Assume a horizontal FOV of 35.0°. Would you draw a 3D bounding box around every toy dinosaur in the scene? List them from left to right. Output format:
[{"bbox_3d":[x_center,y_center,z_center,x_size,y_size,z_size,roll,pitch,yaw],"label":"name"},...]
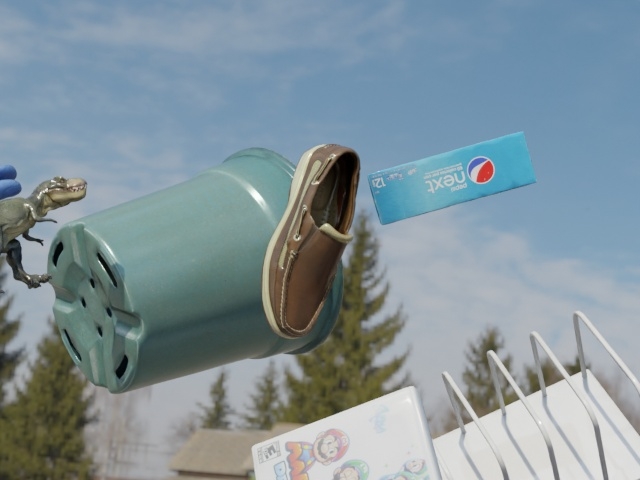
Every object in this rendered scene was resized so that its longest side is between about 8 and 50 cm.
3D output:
[{"bbox_3d":[-0.384,0.009,1.193,0.268,0.118,0.064,-25,-6,-39],"label":"toy dinosaur"}]

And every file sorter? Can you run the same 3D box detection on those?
[{"bbox_3d":[0.268,0.247,1.330,0.278,0.193,0.173,-24,-50,-3],"label":"file sorter"}]

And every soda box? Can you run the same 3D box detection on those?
[{"bbox_3d":[0.171,-0.081,1.338,0.210,0.071,0.067,-16,2,4],"label":"soda box"}]

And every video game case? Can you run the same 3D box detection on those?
[{"bbox_3d":[0.023,0.200,0.749,0.143,0.157,0.019,-23,-39,14],"label":"video game case"}]

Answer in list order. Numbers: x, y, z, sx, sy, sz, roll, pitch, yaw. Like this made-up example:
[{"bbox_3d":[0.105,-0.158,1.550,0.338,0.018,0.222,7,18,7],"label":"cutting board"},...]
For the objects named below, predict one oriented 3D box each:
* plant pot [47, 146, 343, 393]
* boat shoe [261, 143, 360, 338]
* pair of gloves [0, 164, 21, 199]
[{"bbox_3d":[-0.201,0.059,1.517,0.334,0.341,0.341,-19,2,-38],"label":"plant pot"},{"bbox_3d":[-0.007,-0.002,1.283,0.095,0.257,0.095,15,-10,-32],"label":"boat shoe"},{"bbox_3d":[-0.334,-0.037,0.789,0.198,0.159,0.023,29,-36,34],"label":"pair of gloves"}]
